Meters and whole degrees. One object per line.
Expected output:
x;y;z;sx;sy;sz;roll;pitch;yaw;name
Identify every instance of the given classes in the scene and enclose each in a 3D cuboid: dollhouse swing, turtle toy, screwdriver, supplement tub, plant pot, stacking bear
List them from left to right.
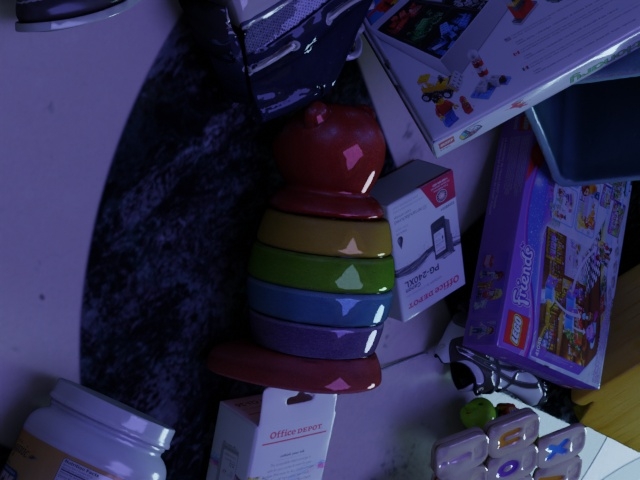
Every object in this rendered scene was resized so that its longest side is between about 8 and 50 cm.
-0.233;0.244;1.549;0.144;0.144;0.199;31;81;-46;supplement tub
0.000;0.000;1.695;0.175;0.164;0.289;-2;101;-44;stacking bear
0.073;0.151;1.905;0.170;0.025;0.024;-13;113;-41;screwdriver
0.220;0.232;2.040;0.130;0.095;0.066;18;69;-47;turtle toy
0.362;-0.233;1.838;0.247;0.248;0.252;53;36;-59;plant pot
0.456;0.060;2.198;0.315;0.305;0.347;-34;149;19;dollhouse swing

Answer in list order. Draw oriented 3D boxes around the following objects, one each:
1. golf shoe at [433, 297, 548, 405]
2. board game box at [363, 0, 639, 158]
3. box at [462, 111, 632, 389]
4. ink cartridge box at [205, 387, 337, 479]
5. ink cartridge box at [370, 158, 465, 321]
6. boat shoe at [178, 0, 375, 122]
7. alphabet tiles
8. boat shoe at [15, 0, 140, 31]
0.203;0.157;2.009;0.094;0.077;0.198;-49;126;-7;golf shoe
0.203;-0.241;1.694;0.305;0.193;0.053;-28;162;0;board game box
0.277;0.013;1.971;0.201;0.057;0.293;25;71;-41;box
-0.055;0.229;1.762;0.115;0.067;0.198;-6;115;-44;ink cartridge box
0.101;0.001;1.852;0.109;0.063;0.150;-30;123;-35;ink cartridge box
0.014;-0.256;1.651;0.340;0.127;0.158;-34;132;-22;boat shoe
0.197;0.319;2.009;0.278;0.021;0.284;-19;135;-18;alphabet tiles
-0.188;-0.244;1.477;0.228;0.081;0.068;-31;121;-42;boat shoe
